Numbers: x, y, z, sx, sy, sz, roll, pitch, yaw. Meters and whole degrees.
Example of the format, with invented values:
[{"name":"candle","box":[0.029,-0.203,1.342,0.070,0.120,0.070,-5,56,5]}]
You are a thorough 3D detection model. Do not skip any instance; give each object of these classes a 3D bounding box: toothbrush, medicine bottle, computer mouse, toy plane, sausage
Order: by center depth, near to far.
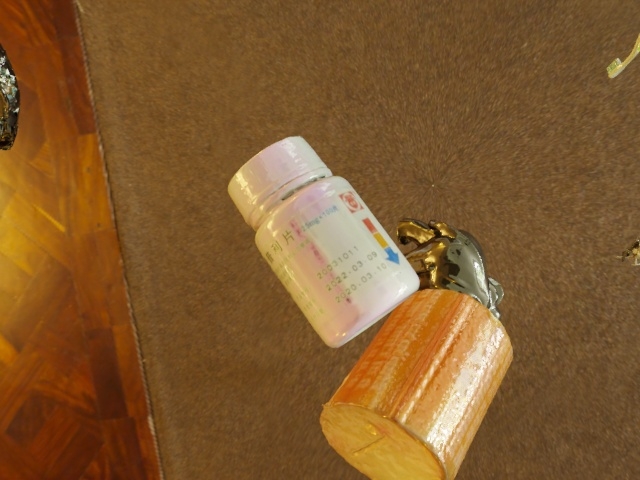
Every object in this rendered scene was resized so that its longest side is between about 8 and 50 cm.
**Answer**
[{"name":"medicine bottle","box":[0.000,0.000,0.834,0.152,0.152,0.254,-39,79,11]},{"name":"computer mouse","box":[-0.478,-0.235,0.866,0.147,0.077,0.241,-10,116,24]},{"name":"toothbrush","box":[0.552,-0.354,1.051,0.022,0.263,0.026,-11,70,-15]},{"name":"sausage","box":[0.169,0.251,1.084,0.233,0.287,0.233,24,140,23]},{"name":"toy plane","box":[0.748,0.023,1.486,0.078,0.197,0.053,0,80,11]}]

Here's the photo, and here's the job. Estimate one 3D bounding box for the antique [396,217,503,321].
[{"name":"antique","box":[0.304,0.105,1.575,0.255,0.185,0.322,3,113,43]}]
